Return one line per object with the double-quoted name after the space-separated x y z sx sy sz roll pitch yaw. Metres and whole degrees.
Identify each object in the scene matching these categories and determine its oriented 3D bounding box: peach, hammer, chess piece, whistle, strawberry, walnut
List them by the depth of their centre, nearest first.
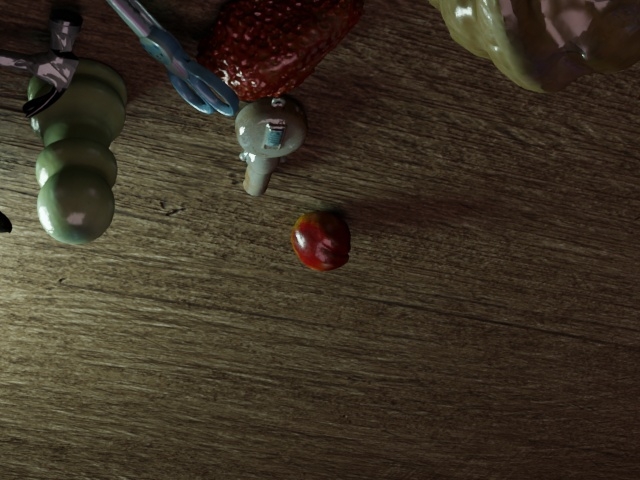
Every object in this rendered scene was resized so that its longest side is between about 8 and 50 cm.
0.260 -0.363 1.662 0.384 0.383 0.383 -4 146 -3 "walnut"
-0.529 -0.270 1.899 0.427 0.044 0.152 13 114 -14 "hammer"
-0.061 -0.249 1.961 0.175 0.106 0.236 22 137 -32 "strawberry"
-0.332 -0.108 1.997 0.144 0.251 0.144 -5 146 -3 "chess piece"
-0.080 -0.139 2.166 0.107 0.057 0.220 3 147 -14 "whistle"
-0.001 0.001 2.352 0.101 0.100 0.100 -4 146 -3 "peach"

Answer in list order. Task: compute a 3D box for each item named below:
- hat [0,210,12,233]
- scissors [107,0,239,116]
-0.564 -0.133 2.043 0.238 0.209 0.336 1 170 27 "hat"
-0.208 -0.257 1.931 0.256 0.030 0.125 47 162 -31 "scissors"
